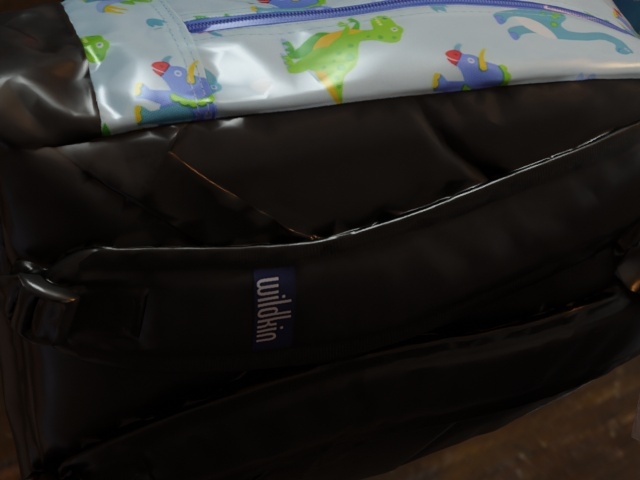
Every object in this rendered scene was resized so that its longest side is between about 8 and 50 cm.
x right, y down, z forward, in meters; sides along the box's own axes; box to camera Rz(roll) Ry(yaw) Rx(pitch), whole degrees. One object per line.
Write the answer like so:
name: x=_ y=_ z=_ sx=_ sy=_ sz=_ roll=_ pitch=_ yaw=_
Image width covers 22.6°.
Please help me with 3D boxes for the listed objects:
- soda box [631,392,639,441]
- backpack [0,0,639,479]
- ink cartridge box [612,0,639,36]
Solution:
soda box: x=0.394 y=0.187 z=1.453 sx=0.216 sy=0.074 sz=0.069 roll=29 pitch=43 yaw=31
backpack: x=0.020 y=-0.016 z=0.794 sx=0.355 sy=0.290 sz=0.273 roll=-8 pitch=35 yaw=-4
ink cartridge box: x=0.210 y=-0.316 z=1.338 sx=0.198 sy=0.197 sz=0.270 roll=40 pitch=129 yaw=44
